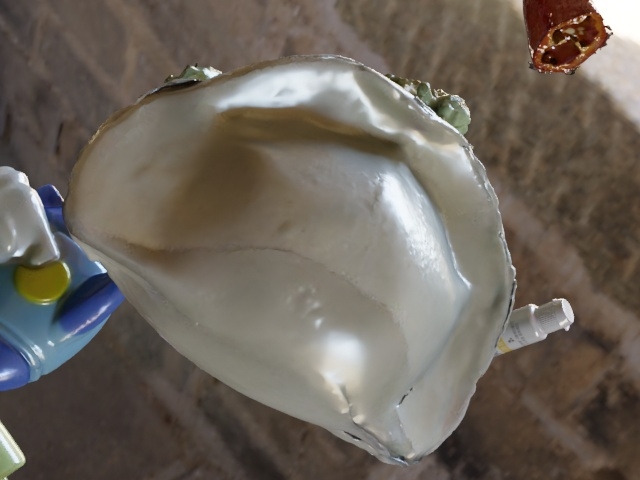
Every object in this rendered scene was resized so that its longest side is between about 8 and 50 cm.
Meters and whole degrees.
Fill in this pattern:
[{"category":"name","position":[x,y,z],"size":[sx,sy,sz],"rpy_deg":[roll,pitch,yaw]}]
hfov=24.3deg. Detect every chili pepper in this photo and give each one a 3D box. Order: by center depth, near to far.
[{"category":"chili pepper","position":[0.228,-0.254,1.465],"size":[0.065,0.088,0.169],"rpy_deg":[18,48,-35]}]

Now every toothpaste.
[{"category":"toothpaste","position":[0.125,0.090,1.263],"size":[0.048,0.190,0.031],"rpy_deg":[47,33,-36]}]

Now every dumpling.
[{"category":"dumpling","position":[-0.003,-0.002,1.122],"size":[0.341,0.181,0.260],"rpy_deg":[33,83,4]}]

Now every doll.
[{"category":"doll","position":[-0.341,0.022,1.608],"size":[0.366,0.376,0.187],"rpy_deg":[14,8,-27]}]

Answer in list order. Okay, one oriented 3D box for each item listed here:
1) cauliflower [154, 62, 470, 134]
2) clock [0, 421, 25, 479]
[{"category":"cauliflower","position":[-0.014,-0.053,1.382],"size":[0.327,0.260,0.281],"rpy_deg":[-35,90,5]},{"category":"clock","position":[-0.437,0.294,1.598],"size":[0.235,0.308,0.096],"rpy_deg":[-36,83,-23]}]
